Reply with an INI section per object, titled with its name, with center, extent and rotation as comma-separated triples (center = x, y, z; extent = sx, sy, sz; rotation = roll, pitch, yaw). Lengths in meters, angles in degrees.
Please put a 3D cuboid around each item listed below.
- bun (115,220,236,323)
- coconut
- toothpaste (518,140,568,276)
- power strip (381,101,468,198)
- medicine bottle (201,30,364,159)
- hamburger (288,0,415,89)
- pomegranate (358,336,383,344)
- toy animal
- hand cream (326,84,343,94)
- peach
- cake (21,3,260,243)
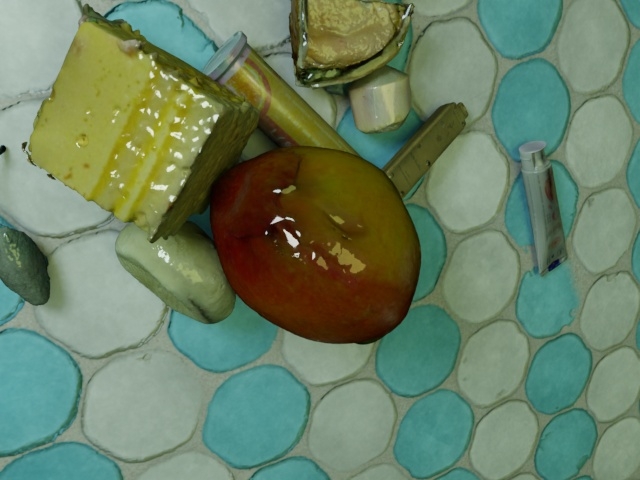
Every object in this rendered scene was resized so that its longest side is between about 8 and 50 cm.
[bun]
center = -0.224, 0.038, 0.961
extent = 0.222, 0.222, 0.128
rotation = 44, 67, -26
[coconut]
center = 0.109, -0.267, 1.078
extent = 0.116, 0.116, 0.122
rotation = -18, 113, -19
[toothpaste]
center = 0.513, -0.069, 1.335
extent = 0.100, 0.066, 0.323
rotation = -31, 117, -20
[power strip]
center = 0.202, -0.180, 1.133
extent = 0.305, 0.044, 0.064
rotation = -47, 114, -29
[medicine bottle]
center = -0.019, -0.181, 1.044
extent = 0.426, 0.108, 0.108
rotation = 40, 85, -27
[hamburger]
center = 0.048, -0.345, 1.001
extent = 0.207, 0.135, 0.156
rotation = -8, 107, -14
[pomegranate]
center = 0.075, 0.105, 1.152
extent = 0.152, 0.131, 0.191
rotation = -37, 89, -3
[toy animal]
center = -0.479, -0.013, 0.893
extent = 0.070, 0.079, 0.253
rotation = -17, 107, -13
[hand cream]
center = 0.048, -0.354, 1.069
extent = 0.064, 0.043, 0.171
rotation = 14, 94, -26
[peach]
center = -0.002, 0.001, 0.916
extent = 0.289, 0.373, 0.373
rotation = -34, 116, 14
[cake]
center = -0.269, -0.172, 0.838
extent = 0.286, 0.222, 0.228
rotation = 33, 102, 1
